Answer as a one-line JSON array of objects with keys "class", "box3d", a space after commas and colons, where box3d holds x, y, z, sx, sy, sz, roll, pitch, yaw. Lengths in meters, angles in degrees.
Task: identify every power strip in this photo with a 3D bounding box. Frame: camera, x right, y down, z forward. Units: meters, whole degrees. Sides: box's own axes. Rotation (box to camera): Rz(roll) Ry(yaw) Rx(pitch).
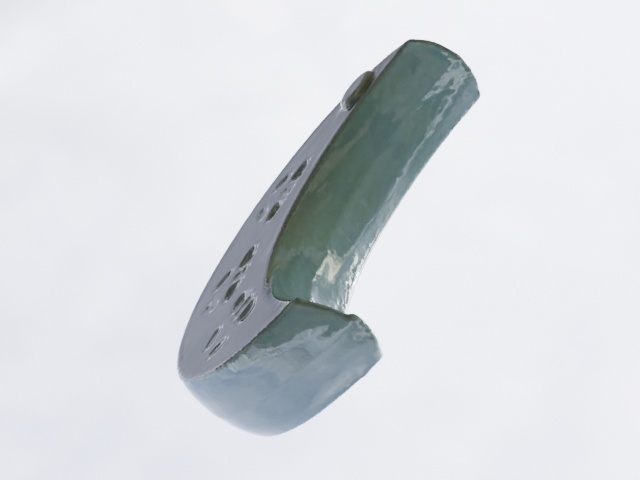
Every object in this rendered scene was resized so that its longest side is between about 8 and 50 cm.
[{"class": "power strip", "box3d": [0.000, 0.000, 0.995, 0.167, 0.054, 0.253, -40, -161, 39]}]
